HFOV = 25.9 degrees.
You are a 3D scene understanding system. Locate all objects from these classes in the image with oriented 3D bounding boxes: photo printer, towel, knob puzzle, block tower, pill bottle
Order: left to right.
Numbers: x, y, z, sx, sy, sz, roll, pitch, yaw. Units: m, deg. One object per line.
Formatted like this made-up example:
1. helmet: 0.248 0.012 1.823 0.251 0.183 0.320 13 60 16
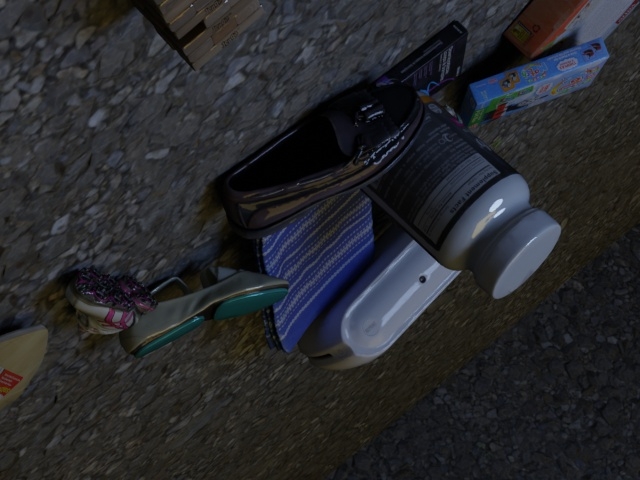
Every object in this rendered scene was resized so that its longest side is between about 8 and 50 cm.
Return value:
1. knob puzzle: -0.401 0.161 1.638 0.213 0.030 0.213 -38 161 -16
2. block tower: -0.137 -0.262 1.157 0.097 0.091 0.335 -42 162 -7
3. towel: 0.000 0.000 1.998 0.243 0.040 0.336 -45 154 -24
4. photo printer: 0.096 0.082 2.212 0.307 0.107 0.256 -45 -172 -16
5. pill bottle: 0.179 -0.061 1.875 0.162 0.278 0.162 -39 159 -19

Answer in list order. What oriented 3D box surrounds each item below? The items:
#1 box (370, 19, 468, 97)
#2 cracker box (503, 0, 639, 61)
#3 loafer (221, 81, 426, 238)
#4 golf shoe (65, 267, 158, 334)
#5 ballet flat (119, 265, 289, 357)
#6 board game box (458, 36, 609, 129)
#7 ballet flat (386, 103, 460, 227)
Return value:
1. box: 0.134 -0.223 1.928 0.162 0.029 0.116 -40 162 -16
2. cracker box: 0.389 -0.343 2.141 0.156 0.067 0.232 -48 161 19
3. loafer: 0.006 -0.113 1.777 0.302 0.109 0.095 -35 151 -8
4. golf shoe: -0.266 0.085 1.698 0.086 0.067 0.186 -44 162 6
5. ballet flat: -0.159 0.077 1.855 0.248 0.086 0.086 -21 153 -27
6. board game box: 0.322 -0.237 2.121 0.211 0.039 0.160 -21 171 -3
7. ballet flat: 0.133 -0.115 2.117 0.077 0.091 0.241 3 134 -25
